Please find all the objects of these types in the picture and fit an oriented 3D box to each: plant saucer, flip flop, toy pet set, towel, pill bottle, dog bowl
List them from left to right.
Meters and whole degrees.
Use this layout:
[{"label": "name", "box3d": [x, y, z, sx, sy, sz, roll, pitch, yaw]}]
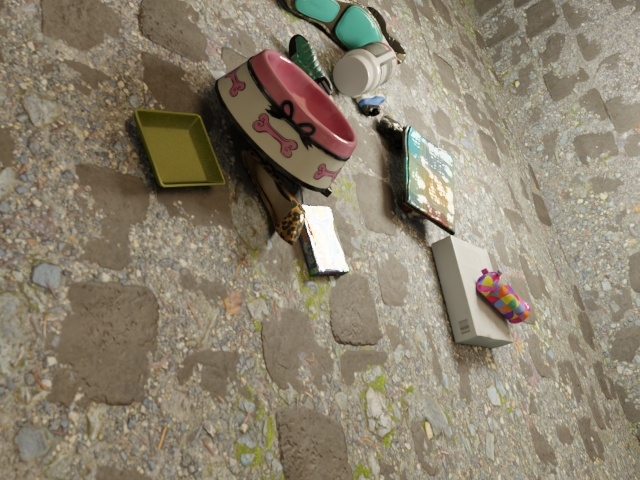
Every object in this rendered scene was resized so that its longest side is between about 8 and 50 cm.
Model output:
[{"label": "plant saucer", "box3d": [-0.325, -0.199, 1.276, 0.188, 0.045, 0.188, -10, 76, -54]}, {"label": "dog bowl", "box3d": [-0.070, -0.326, 1.483, 0.408, 0.150, 0.408, 41, 22, -21]}, {"label": "pill bottle", "box3d": [0.161, -0.623, 2.057, 0.161, 0.161, 0.283, 56, 36, -8]}, {"label": "flip flop", "box3d": [0.258, -0.864, 2.399, 0.277, 0.112, 0.080, 41, 15, -23]}, {"label": "toy pet set", "box3d": [0.354, -0.119, 2.072, 0.114, 0.065, 0.122, 15, 44, -3]}, {"label": "towel", "box3d": [0.401, -0.226, 2.065, 0.272, 0.040, 0.369, 28, 50, -29]}]

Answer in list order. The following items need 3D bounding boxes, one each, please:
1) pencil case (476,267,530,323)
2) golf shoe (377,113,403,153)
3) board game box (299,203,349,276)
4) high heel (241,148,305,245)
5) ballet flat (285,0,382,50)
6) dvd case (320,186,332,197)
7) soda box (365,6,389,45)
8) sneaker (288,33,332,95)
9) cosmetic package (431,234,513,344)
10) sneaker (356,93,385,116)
[{"label": "pencil case", "box3d": [0.654, 0.201, 2.023, 0.236, 0.105, 0.104, 44, 39, -27]}, {"label": "golf shoe", "box3d": [0.301, -0.409, 2.164, 0.198, 0.077, 0.093, 38, 42, -31]}, {"label": "board game box", "box3d": [0.000, 0.000, 1.555, 0.136, 0.035, 0.201, 2, 66, -51]}, {"label": "high heel", "box3d": [-0.130, -0.112, 1.412, 0.186, 0.093, 0.261, 37, 28, -36]}, {"label": "ballet flat", "box3d": [0.043, -0.851, 2.088, 0.483, 0.164, 0.182, 13, 38, -45]}, {"label": "dvd case", "box3d": [-0.075, -0.233, 1.567, 0.239, 0.029, 0.179, 33, 23, -34]}, {"label": "soda box", "box3d": [0.199, -0.832, 2.302, 0.074, 0.069, 0.216, -37, 97, -27]}, {"label": "sneaker", "box3d": [-0.032, -0.574, 1.879, 0.223, 0.083, 0.098, 62, 15, -8]}, {"label": "cosmetic package", "box3d": [0.554, 0.192, 2.063, 0.285, 0.098, 0.376, 16, 56, -43]}, {"label": "sneaker", "box3d": [0.202, -0.501, 2.113, 0.152, 0.058, 0.084, -15, 74, -50]}]
